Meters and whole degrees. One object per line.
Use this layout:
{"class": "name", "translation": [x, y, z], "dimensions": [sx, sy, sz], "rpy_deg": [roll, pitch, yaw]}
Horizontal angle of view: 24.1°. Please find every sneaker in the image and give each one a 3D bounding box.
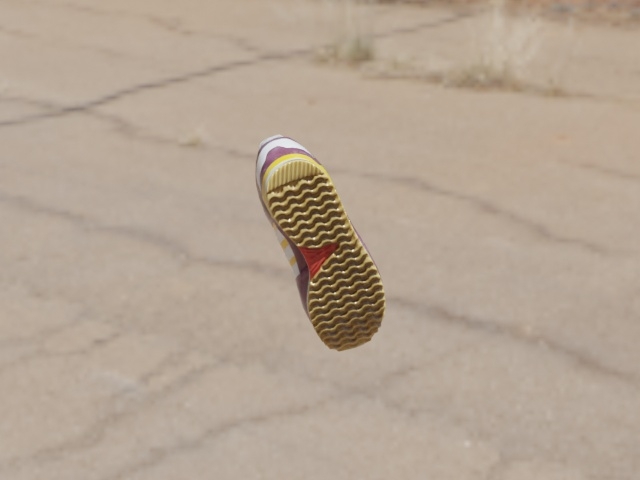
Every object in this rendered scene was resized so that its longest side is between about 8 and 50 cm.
{"class": "sneaker", "translation": [0.000, 0.000, 1.195], "dimensions": [0.069, 0.185, 0.084], "rpy_deg": [-20, 29, -3]}
